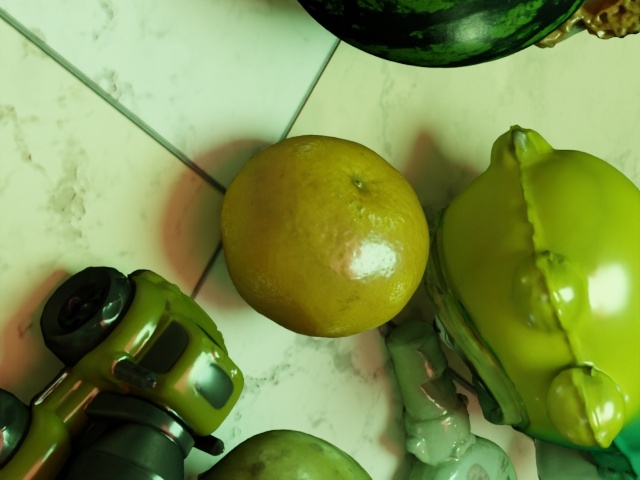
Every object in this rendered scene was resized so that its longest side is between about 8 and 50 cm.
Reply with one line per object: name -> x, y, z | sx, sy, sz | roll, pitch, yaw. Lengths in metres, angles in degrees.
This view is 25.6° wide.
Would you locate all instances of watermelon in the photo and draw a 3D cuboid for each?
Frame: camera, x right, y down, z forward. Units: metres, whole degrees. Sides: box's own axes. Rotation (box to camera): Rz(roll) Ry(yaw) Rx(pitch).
watermelon -> 0.086, -0.251, 0.988 | 0.269, 0.269, 0.269 | -11, 107, -39

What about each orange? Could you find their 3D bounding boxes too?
orange -> 0.000, 0.000, 1.041 | 0.159, 0.159, 0.136 | -7, 145, -40

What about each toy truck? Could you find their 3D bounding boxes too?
toy truck -> -0.133, 0.133, 0.934 | 0.224, 0.165, 0.147 | -53, 128, -20

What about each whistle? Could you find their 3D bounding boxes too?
whistle -> 0.109, 0.191, 1.231 | 0.126, 0.067, 0.258 | -36, 118, -40

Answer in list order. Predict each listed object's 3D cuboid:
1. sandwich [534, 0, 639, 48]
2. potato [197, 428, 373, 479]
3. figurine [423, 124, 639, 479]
sandwich -> 0.242, -0.257, 1.149 | 0.212, 0.292, 0.109 | -38, 110, 18
potato -> -0.027, 0.259, 1.019 | 0.210, 0.173, 0.307 | -42, 153, -35
figurine -> 0.220, 0.066, 1.177 | 0.340, 0.231, 0.323 | 55, 23, -47
